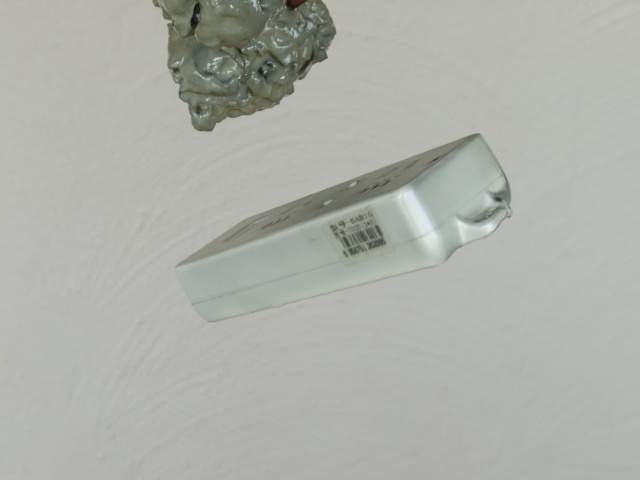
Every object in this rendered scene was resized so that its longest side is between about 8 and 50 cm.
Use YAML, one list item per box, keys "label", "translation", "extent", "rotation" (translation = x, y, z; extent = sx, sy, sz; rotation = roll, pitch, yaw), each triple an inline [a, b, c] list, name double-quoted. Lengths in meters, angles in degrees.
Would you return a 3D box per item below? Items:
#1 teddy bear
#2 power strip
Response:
- label: "teddy bear"
  translation: [-0.047, -0.269, 1.144]
  extent: [0.225, 0.367, 0.357]
  rotation: [21, 67, 22]
- label: "power strip"
  translation: [0.000, 0.000, 0.824]
  extent: [0.098, 0.058, 0.338]
  rotation: [-38, 12, -38]
